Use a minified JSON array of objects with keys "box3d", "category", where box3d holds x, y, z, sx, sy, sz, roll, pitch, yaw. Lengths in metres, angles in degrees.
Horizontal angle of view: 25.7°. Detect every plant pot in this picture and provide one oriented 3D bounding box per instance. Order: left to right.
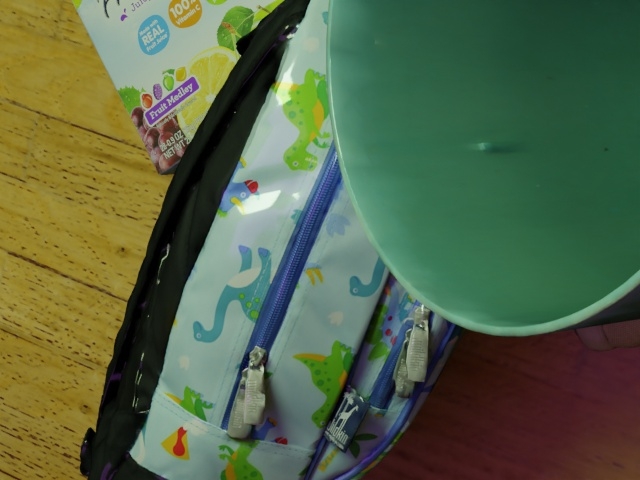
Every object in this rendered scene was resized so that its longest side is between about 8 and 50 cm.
[{"box3d":[0.180,-0.102,0.687,0.293,0.235,0.293,-3,87,57],"category":"plant pot"}]

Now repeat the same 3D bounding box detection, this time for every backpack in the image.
[{"box3d":[0.000,0.000,0.914,0.273,0.290,0.355,10,107,6],"category":"backpack"}]

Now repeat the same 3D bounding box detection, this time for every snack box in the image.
[{"box3d":[-0.091,-0.181,1.062,0.174,0.070,0.207,-33,78,28],"category":"snack box"}]

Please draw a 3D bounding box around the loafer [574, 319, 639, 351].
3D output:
[{"box3d":[0.214,-0.058,0.914,0.092,0.102,0.268,3,105,25],"category":"loafer"}]
